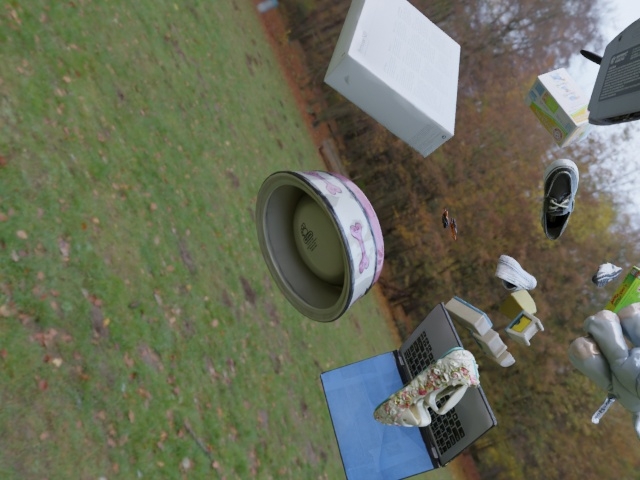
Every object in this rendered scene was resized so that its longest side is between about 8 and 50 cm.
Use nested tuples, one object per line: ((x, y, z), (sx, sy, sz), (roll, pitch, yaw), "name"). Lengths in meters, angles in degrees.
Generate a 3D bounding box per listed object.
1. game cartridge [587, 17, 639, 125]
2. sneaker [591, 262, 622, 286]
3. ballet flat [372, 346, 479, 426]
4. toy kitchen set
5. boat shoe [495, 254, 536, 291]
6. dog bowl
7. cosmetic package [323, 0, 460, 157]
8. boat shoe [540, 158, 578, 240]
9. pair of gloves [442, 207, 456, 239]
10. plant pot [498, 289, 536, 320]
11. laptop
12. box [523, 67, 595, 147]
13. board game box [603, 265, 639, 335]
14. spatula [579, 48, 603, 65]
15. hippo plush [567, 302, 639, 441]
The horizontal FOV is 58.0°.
((0.605, -0.325, 1.078), (0.294, 0.060, 0.196), (-89, -171, -84), "game cartridge")
((0.719, 0.086, 1.470), (0.043, 0.109, 0.040), (41, -48, 41), "sneaker")
((0.183, 0.279, 1.015), (0.091, 0.241, 0.077), (11, 42, -39), "ballet flat")
((0.459, 0.202, 1.517), (0.207, 0.166, 0.122), (51, -10, -31), "toy kitchen set")
((0.590, 0.118, 1.778), (0.226, 0.076, 0.083), (33, -5, -41), "boat shoe")
((0.000, 0.000, 1.519), (0.408, 0.150, 0.408), (32, -47, 43), "dog bowl")
((0.177, -0.404, 1.306), (0.284, 0.097, 0.377), (34, 45, -20), "cosmetic package")
((0.562, -0.091, 1.355), (0.219, 0.077, 0.070), (75, 21, -45), "boat shoe")
((0.392, -0.050, 1.762), (0.083, 0.010, 0.074), (-118, -166, -47), "pair of gloves")
((0.653, 0.222, 1.890), (0.083, 0.081, 0.082), (54, -41, 31), "plant pot")
((0.222, 0.442, 1.636), (0.408, 0.236, 0.382), (-60, -145, 40), "laptop")
((0.728, -0.399, 1.740), (0.114, 0.103, 0.203), (99, -34, -62), "box")
((0.857, 0.171, 1.590), (0.092, 0.181, 0.043), (25, 15, -6), "board game box")
((0.790, -0.424, 1.451), (0.296, 0.030, 0.084), (34, 7, 29), "spatula")
((0.666, 0.275, 1.210), (0.236, 0.234, 0.294), (27, 84, -83), "hippo plush")
